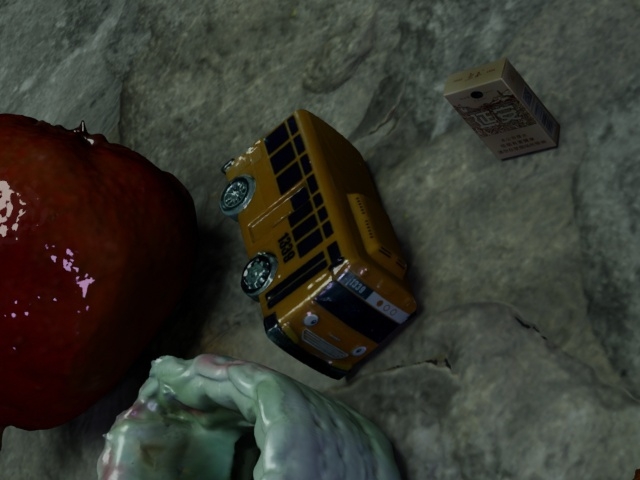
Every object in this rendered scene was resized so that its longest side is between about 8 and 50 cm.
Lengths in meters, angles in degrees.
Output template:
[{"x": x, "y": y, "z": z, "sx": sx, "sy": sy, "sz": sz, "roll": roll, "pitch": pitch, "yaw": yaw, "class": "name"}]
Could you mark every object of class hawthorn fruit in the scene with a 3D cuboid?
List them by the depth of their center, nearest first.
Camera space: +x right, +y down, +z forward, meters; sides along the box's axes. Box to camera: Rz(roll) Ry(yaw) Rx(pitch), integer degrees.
[{"x": -0.262, "y": 0.041, "z": 1.125, "sx": 0.265, "sy": 0.265, "sz": 0.307, "roll": 27, "pitch": 102, "yaw": 49, "class": "hawthorn fruit"}]

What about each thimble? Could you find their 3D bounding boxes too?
[{"x": -0.054, "y": 0.175, "z": 0.908, "sx": 0.185, "sy": 0.149, "sz": 0.211, "roll": -45, "pitch": 41, "yaw": 14, "class": "thimble"}]

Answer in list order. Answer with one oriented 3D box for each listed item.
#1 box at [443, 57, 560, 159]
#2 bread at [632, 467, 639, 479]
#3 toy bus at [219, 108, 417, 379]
[{"x": 0.138, "y": -0.098, "z": 0.955, "sx": 0.053, "sy": 0.083, "sz": 0.024, "roll": -13, "pitch": 49, "yaw": 39, "class": "box"}, {"x": 0.219, "y": 0.151, "z": 0.733, "sx": 0.085, "sy": 0.053, "sz": 0.085, "roll": -24, "pitch": 49, "yaw": 31, "class": "bread"}, {"x": 0.000, "y": 0.000, "z": 1.012, "sx": 0.114, "sy": 0.098, "sz": 0.201, "roll": -38, "pitch": 42, "yaw": 19, "class": "toy bus"}]
